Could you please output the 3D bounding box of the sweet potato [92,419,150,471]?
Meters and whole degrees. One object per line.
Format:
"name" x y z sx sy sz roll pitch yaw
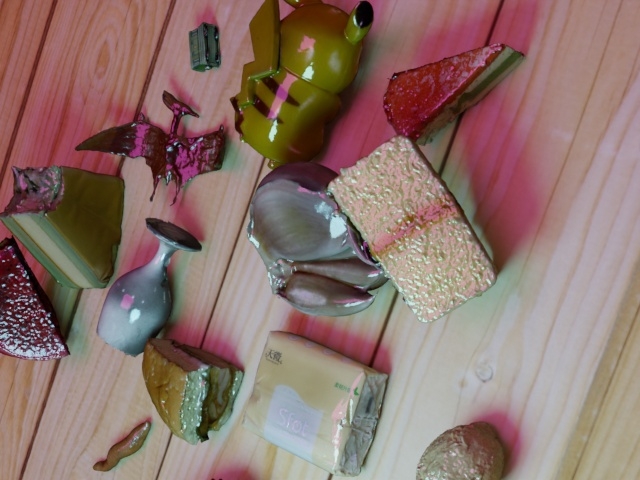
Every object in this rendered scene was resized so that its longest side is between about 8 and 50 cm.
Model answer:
"sweet potato" -0.379 0.399 2.033 0.179 0.044 0.044 -44 60 25

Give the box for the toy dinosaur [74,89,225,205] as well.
"toy dinosaur" -0.293 -0.167 2.000 0.327 0.113 0.207 41 108 32

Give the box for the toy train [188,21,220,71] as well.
"toy train" -0.220 -0.364 2.017 0.056 0.038 0.093 -15 75 42

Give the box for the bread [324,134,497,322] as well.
"bread" 0.155 -0.028 1.562 0.266 0.178 0.142 57 137 5

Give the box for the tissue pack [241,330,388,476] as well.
"tissue pack" -0.013 0.262 1.739 0.222 0.090 0.186 20 94 37

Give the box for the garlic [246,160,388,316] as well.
"garlic" 0.000 0.000 1.697 0.292 0.210 0.237 -17 67 44

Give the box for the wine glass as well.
"wine glass" -0.321 0.086 1.980 0.126 0.126 0.241 38 105 34

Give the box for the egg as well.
"egg" 0.203 0.327 1.550 0.140 0.116 0.118 -33 47 -3

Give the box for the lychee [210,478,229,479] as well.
"lychee" -0.193 0.523 1.762 0.271 0.271 0.271 -6 80 37

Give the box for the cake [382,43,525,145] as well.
"cake" 0.195 -0.253 1.651 0.220 0.086 0.117 -45 62 25

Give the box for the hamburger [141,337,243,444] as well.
"hamburger" -0.261 0.255 1.904 0.207 0.135 0.155 27 98 37

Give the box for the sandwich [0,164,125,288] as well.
"sandwich" -0.514 -0.025 2.094 0.155 0.198 0.227 -1 83 37

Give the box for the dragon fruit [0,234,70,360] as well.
"dragon fruit" -0.608 0.128 2.125 0.163 0.189 0.262 -15 98 47

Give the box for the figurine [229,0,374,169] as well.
"figurine" -0.039 -0.285 1.783 0.218 0.169 0.327 40 109 29
